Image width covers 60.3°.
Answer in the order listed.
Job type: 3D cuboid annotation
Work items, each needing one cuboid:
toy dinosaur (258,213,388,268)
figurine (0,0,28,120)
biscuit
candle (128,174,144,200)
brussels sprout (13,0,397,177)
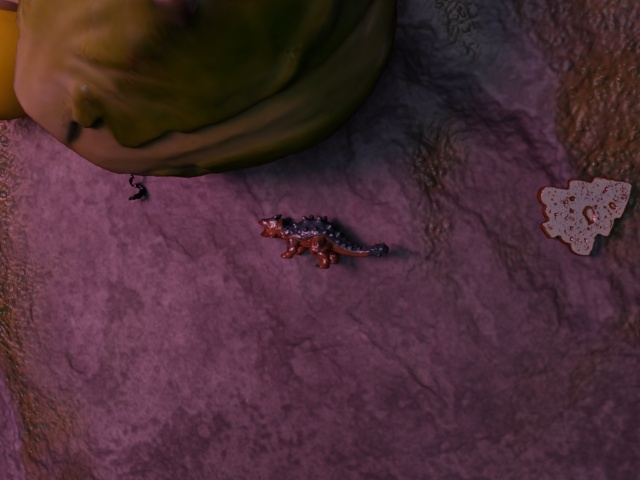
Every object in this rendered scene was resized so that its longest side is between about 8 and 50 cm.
[{"bbox_3d":[0.000,0.000,0.607,0.154,0.049,0.055,11,97,17],"label":"toy dinosaur"},{"bbox_3d":[-0.352,-0.299,0.588,0.215,0.187,0.343,23,98,15],"label":"figurine"},{"bbox_3d":[0.266,-0.033,0.553,0.092,0.016,0.082,-35,83,15],"label":"biscuit"},{"bbox_3d":[-0.218,-0.131,0.658,0.026,0.021,0.167,15,104,38],"label":"candle"},{"bbox_3d":[-0.093,-0.217,0.483,0.315,0.276,0.371,37,105,10],"label":"brussels sprout"}]
